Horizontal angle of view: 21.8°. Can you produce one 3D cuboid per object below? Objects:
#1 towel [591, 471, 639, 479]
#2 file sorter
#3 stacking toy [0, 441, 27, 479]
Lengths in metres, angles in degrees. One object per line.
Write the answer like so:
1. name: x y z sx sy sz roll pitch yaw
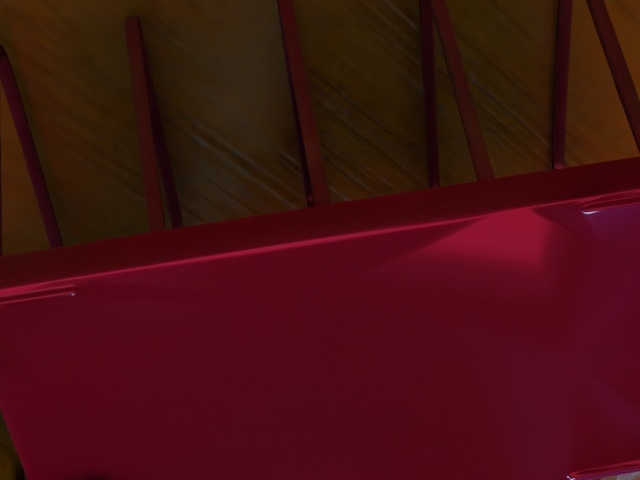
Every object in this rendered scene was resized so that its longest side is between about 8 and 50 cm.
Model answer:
1. towel: 0.124 0.210 1.012 0.317 0.053 0.332 -23 149 -37
2. file sorter: 0.000 0.000 0.773 0.291 0.182 0.202 -9 139 -2
3. stacking toy: -0.164 0.180 0.911 0.302 0.175 0.165 12 138 -2
